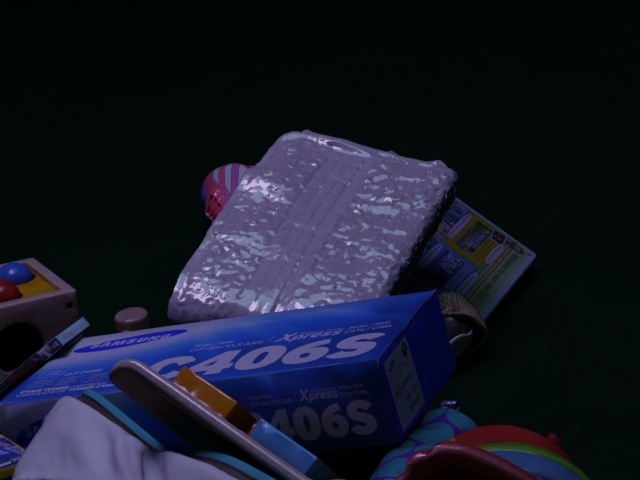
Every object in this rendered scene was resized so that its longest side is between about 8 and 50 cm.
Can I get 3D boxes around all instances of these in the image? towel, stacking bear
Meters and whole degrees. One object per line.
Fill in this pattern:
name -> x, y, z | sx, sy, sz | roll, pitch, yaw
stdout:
towel -> 0.000, 0.000, 1.828 | 0.187, 0.049, 0.282 | 14, 43, 16
stacking bear -> 0.121, 0.201, 1.332 | 0.164, 0.175, 0.289 | 23, 11, 4

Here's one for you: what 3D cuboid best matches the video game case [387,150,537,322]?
video game case -> 0.108, 0.000, 2.004 | 0.193, 0.023, 0.212 | 36, 27, 7

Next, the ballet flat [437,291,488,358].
ballet flat -> 0.070, 0.096, 1.814 | 0.206, 0.073, 0.067 | -20, 37, -31

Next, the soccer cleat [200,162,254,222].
soccer cleat -> -0.087, -0.027, 2.225 | 0.095, 0.083, 0.248 | -19, 24, -25

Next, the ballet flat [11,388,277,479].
ballet flat -> -0.112, 0.212, 1.429 | 0.139, 0.139, 0.400 | -15, 16, -29

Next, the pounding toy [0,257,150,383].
pounding toy -> -0.264, 0.076, 1.914 | 0.206, 0.094, 0.181 | -13, 19, -24

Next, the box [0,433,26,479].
box -> -0.293, 0.185, 1.642 | 0.059, 0.054, 0.169 | -16, 22, -32

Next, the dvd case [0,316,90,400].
dvd case -> -0.263, 0.117, 1.783 | 0.119, 0.013, 0.087 | -42, 1, 13

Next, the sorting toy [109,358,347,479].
sorting toy -> -0.032, 0.157, 1.427 | 0.208, 0.038, 0.193 | 26, -12, 31

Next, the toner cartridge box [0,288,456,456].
toner cartridge box -> -0.078, 0.122, 1.659 | 0.348, 0.075, 0.165 | -9, 14, 22

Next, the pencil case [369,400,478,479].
pencil case -> 0.081, 0.182, 1.539 | 0.070, 0.064, 0.152 | -9, 15, 23
